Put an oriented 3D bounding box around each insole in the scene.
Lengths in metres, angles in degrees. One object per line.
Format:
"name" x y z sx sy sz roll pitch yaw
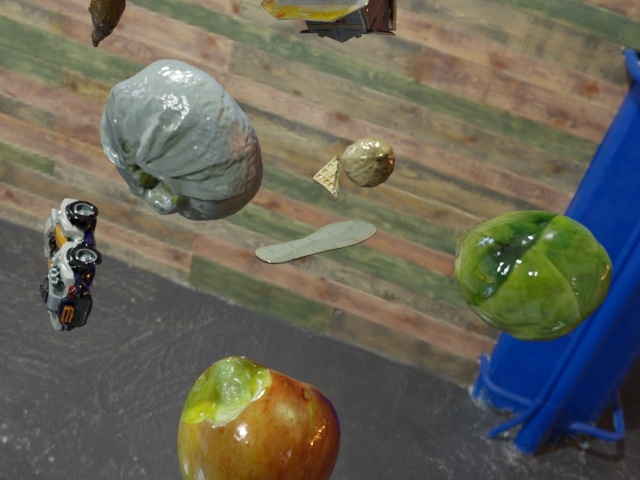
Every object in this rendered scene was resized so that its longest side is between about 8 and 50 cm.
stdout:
"insole" 0.000 0.000 1.657 0.348 0.009 0.119 -16 31 -37

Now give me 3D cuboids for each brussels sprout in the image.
"brussels sprout" 0.342 0.053 1.211 0.210 0.219 0.271 44 -10 -27

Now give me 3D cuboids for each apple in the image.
"apple" -0.131 0.413 1.462 0.339 0.340 0.340 13 31 -8

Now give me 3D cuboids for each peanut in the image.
"peanut" 0.139 -0.224 2.051 0.141 0.159 0.109 53 29 -13

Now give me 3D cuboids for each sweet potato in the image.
"sweet potato" -0.424 -0.440 1.405 0.068 0.226 0.068 12 60 -21

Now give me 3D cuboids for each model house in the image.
"model house" 0.026 -0.412 1.301 0.219 0.136 0.208 7 56 28

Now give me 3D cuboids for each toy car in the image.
"toy car" -0.536 0.051 1.531 0.117 0.193 0.301 9 38 -24

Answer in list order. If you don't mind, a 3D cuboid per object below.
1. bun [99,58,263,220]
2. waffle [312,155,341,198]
"bun" -0.284 -0.180 1.416 0.361 0.362 0.211 29 56 18
"waffle" 0.041 -0.167 1.878 0.023 0.097 0.153 50 -2 -31
